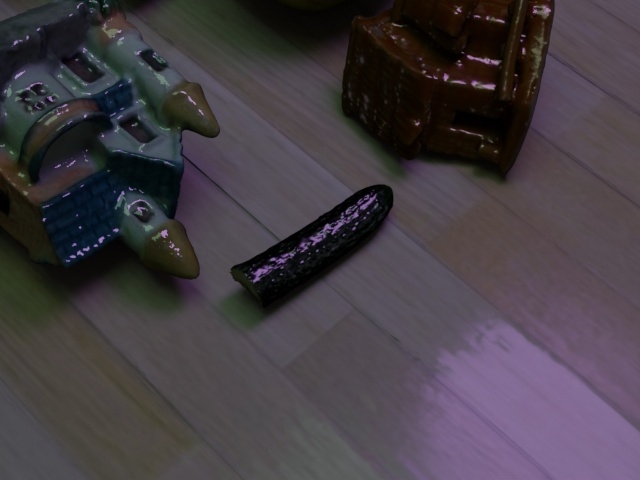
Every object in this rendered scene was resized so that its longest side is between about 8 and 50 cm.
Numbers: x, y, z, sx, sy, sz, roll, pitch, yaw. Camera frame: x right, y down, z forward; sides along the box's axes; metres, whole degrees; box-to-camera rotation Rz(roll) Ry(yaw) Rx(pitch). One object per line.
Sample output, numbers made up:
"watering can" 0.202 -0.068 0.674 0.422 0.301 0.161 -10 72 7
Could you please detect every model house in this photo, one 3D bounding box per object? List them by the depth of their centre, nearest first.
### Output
"model house" -0.236 -0.089 1.322 0.325 0.194 0.267 42 50 17
"model house" 0.144 -0.222 1.419 0.229 0.199 0.220 7 43 2

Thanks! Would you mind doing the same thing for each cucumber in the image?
"cucumber" 0.000 0.000 1.345 0.214 0.058 0.052 -34 27 -23

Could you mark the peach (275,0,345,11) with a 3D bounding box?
"peach" -0.011 -0.446 1.518 0.315 0.281 0.314 43 33 -2
